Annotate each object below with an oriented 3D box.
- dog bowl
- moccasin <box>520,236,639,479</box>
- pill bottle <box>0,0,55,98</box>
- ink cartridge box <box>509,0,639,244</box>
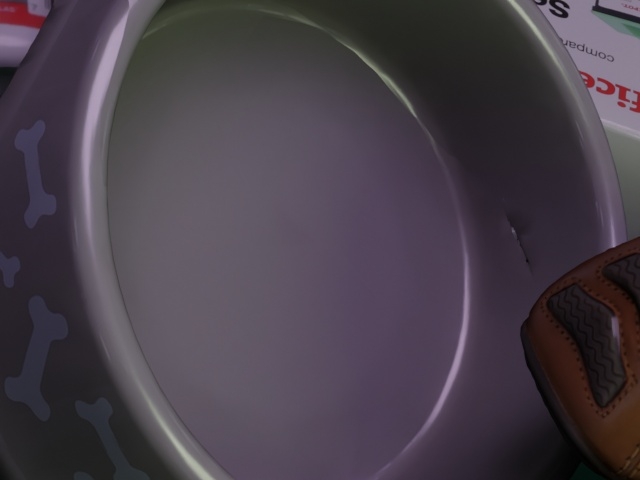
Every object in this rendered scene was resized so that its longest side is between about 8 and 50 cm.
[{"bbox_3d":[0.000,0.000,0.813,0.348,0.102,0.349,8,75,-35],"label":"dog bowl"},{"bbox_3d":[0.244,0.080,0.848,0.380,0.147,0.139,35,25,-41],"label":"moccasin"},{"bbox_3d":[-0.177,-0.142,0.940,0.161,0.161,0.283,5,49,-19],"label":"pill bottle"},{"bbox_3d":[0.134,-0.130,1.089,0.201,0.117,0.278,18,46,-7],"label":"ink cartridge box"}]
